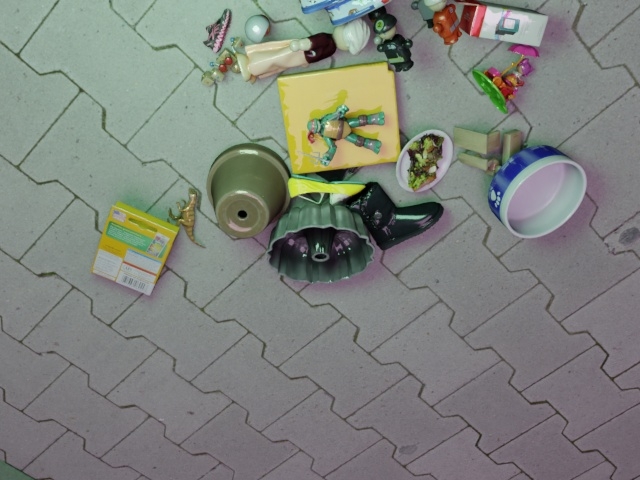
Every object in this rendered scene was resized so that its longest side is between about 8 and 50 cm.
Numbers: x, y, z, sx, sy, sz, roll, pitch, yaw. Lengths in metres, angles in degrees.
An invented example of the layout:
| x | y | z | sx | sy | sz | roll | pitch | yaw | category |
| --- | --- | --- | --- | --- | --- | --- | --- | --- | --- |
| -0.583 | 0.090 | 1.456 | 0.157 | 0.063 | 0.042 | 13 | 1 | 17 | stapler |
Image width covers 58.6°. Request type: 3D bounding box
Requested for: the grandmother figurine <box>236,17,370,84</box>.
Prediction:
| x | y | z | sx | sy | sz | roll | pitch | yaw | category |
| --- | --- | --- | --- | --- | --- | --- | --- | --- | --- |
| -0.039 | -0.493 | 1.472 | 0.342 | 0.208 | 0.104 | -14 | 105 | 9 | grandmother figurine |

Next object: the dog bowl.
| x | y | z | sx | sy | sz | roll | pitch | yaw | category |
| --- | --- | --- | --- | --- | --- | --- | --- | --- | --- |
| 0.632 | -0.141 | 1.671 | 0.264 | 0.104 | 0.265 | -10 | 128 | -14 | dog bowl |

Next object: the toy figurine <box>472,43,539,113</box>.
| x | y | z | sx | sy | sz | roll | pitch | yaw | category |
| --- | --- | --- | --- | --- | --- | --- | --- | --- | --- |
| 0.526 | -0.455 | 1.554 | 0.159 | 0.130 | 0.173 | -42 | 133 | 10 | toy figurine |

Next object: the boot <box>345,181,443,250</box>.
| x | y | z | sx | sy | sz | roll | pitch | yaw | category |
| --- | --- | --- | --- | --- | --- | --- | --- | --- | --- |
| 0.223 | -0.099 | 1.739 | 0.246 | 0.094 | 0.207 | -30 | 118 | 21 | boot |

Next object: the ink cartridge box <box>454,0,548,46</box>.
| x | y | z | sx | sy | sz | roll | pitch | yaw | category |
| --- | --- | --- | --- | --- | --- | --- | --- | --- | --- |
| 0.445 | -0.566 | 1.469 | 0.230 | 0.134 | 0.078 | 8 | 118 | -4 | ink cartridge box |

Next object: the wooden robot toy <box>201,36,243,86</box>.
| x | y | z | sx | sy | sz | roll | pitch | yaw | category |
| --- | --- | --- | --- | --- | --- | --- | --- | --- | --- |
| -0.246 | -0.471 | 1.555 | 0.079 | 0.076 | 0.173 | 28 | 122 | -37 | wooden robot toy |

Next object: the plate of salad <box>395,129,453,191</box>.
| x | y | z | sx | sy | sz | roll | pitch | yaw | category |
| --- | --- | --- | --- | --- | --- | --- | --- | --- | --- |
| 0.310 | -0.226 | 1.666 | 0.199 | 0.048 | 0.200 | -15 | 128 | -20 | plate of salad |

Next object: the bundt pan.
| x | y | z | sx | sy | sz | roll | pitch | yaw | category |
| --- | --- | --- | --- | --- | --- | --- | --- | --- | --- |
| 0.000 | 0.000 | 1.728 | 0.330 | 0.124 | 0.331 | -1 | 147 | 0 | bundt pan |

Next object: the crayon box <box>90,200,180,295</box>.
| x | y | z | sx | sy | sz | roll | pitch | yaw | category |
| --- | --- | --- | --- | --- | --- | --- | --- | --- | --- |
| -0.568 | 0.015 | 1.763 | 0.203 | 0.083 | 0.323 | 25 | 131 | -13 | crayon box |

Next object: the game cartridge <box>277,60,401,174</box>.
| x | y | z | sx | sy | sz | roll | pitch | yaw | category |
| --- | --- | --- | --- | --- | --- | --- | --- | --- | --- |
| 0.057 | -0.345 | 1.621 | 0.323 | 0.053 | 0.286 | -6 | 115 | 4 | game cartridge |

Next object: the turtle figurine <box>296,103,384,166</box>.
| x | y | z | sx | sy | sz | roll | pitch | yaw | category |
| --- | --- | --- | --- | --- | --- | --- | --- | --- | --- |
| 0.051 | -0.300 | 1.551 | 0.234 | 0.118 | 0.175 | -1 | 131 | -14 | turtle figurine |

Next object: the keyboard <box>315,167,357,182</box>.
| x | y | z | sx | sy | sz | roll | pitch | yaw | category |
| --- | --- | --- | --- | --- | --- | --- | --- | --- | --- |
| 0.074 | -0.246 | 1.703 | 0.108 | 0.023 | 0.180 | 31 | 115 | -10 | keyboard |

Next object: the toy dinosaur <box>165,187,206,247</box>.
| x | y | z | sx | sy | sz | roll | pitch | yaw | category |
| --- | --- | --- | --- | --- | --- | --- | --- | --- | --- |
| -0.418 | -0.057 | 1.778 | 0.112 | 0.064 | 0.212 | 3 | 118 | -3 | toy dinosaur |

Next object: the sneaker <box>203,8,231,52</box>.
| x | y | z | sx | sy | sz | roll | pitch | yaw | category |
| --- | --- | --- | --- | --- | --- | --- | --- | --- | --- |
| -0.278 | -0.565 | 1.522 | 0.057 | 0.047 | 0.119 | 28 | 114 | -2 | sneaker |

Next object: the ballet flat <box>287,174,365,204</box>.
| x | y | z | sx | sy | sz | roll | pitch | yaw | category |
| --- | --- | --- | --- | --- | --- | --- | --- | --- | --- |
| 0.017 | -0.145 | 1.687 | 0.230 | 0.077 | 0.077 | 5 | 92 | -9 | ballet flat |

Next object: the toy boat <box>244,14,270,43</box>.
| x | y | z | sx | sy | sz | roll | pitch | yaw | category |
| --- | --- | --- | --- | --- | --- | --- | --- | --- | --- |
| -0.181 | -0.658 | 1.409 | 0.267 | 0.148 | 0.319 | -11 | 117 | 5 | toy boat |

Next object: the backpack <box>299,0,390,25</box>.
| x | y | z | sx | sy | sz | roll | pitch | yaw | category |
| --- | --- | --- | --- | --- | --- | --- | --- | --- | --- |
| 0.057 | -0.647 | 1.371 | 0.263 | 0.277 | 0.213 | -10 | 119 | 18 | backpack |

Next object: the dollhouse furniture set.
| x | y | z | sx | sy | sz | roll | pitch | yaw | category |
| --- | --- | --- | --- | --- | --- | --- | --- | --- | --- |
| 0.492 | -0.274 | 1.686 | 0.151 | 0.123 | 0.144 | -24 | 122 | -27 | dollhouse furniture set |

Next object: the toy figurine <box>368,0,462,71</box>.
| x | y | z | sx | sy | sz | roll | pitch | yaw | category |
| --- | --- | --- | --- | --- | --- | --- | --- | --- | --- |
| 0.227 | -0.553 | 1.432 | 0.213 | 0.210 | 0.148 | -27 | 126 | 14 | toy figurine |

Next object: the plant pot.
| x | y | z | sx | sy | sz | roll | pitch | yaw | category |
| --- | --- | --- | --- | --- | --- | --- | --- | --- | --- |
| -0.215 | -0.120 | 1.653 | 0.262 | 0.229 | 0.263 | 0 | 119 | 0 | plant pot |
